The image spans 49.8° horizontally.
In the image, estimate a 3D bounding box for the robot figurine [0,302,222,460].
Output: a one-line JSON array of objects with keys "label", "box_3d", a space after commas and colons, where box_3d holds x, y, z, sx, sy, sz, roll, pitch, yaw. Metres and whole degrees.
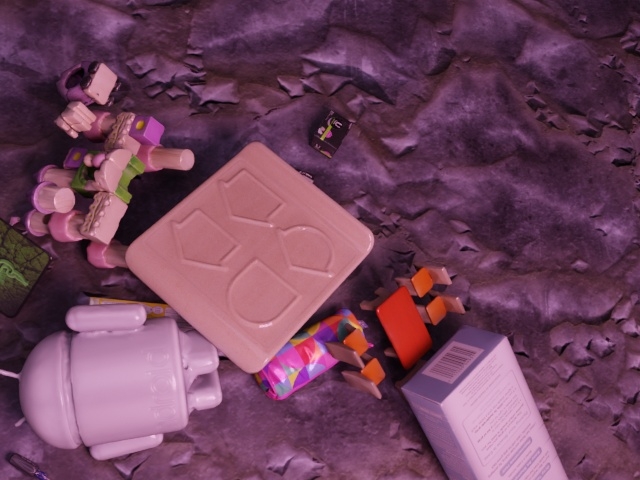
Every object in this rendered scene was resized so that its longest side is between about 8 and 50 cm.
[{"label": "robot figurine", "box_3d": [-0.351, 0.241, 1.185, 0.353, 0.200, 0.300, -8, 109, -12]}]

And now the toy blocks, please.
[{"label": "toy blocks", "box_3d": [-0.451, -0.133, 1.280, 0.260, 0.309, 0.288, 9, 69, 30]}]

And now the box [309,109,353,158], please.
[{"label": "box", "box_3d": [0.023, -0.240, 1.560, 0.062, 0.052, 0.083, 32, 64, -1]}]

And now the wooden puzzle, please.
[{"label": "wooden puzzle", "box_3d": [-0.125, 0.025, 1.271, 0.322, 0.080, 0.348, 39, 67, 11]}]

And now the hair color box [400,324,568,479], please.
[{"label": "hair color box", "box_3d": [0.313, 0.364, 1.281, 0.185, 0.113, 0.374, -39, 114, -24]}]

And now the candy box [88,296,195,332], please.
[{"label": "candy box", "box_3d": [-0.341, 0.170, 1.317, 0.206, 0.027, 0.105, 8, 73, -13]}]

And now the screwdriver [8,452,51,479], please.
[{"label": "screwdriver", "box_3d": [-0.465, 0.421, 1.198, 0.170, 0.025, 0.024, 37, 64, -9]}]

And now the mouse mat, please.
[{"label": "mouse mat", "box_3d": [-0.601, 0.034, 1.263, 0.189, 0.007, 0.152, 36, 101, 1]}]

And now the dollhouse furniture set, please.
[{"label": "dollhouse furniture set", "box_3d": [0.182, 0.209, 1.326, 0.262, 0.135, 0.259, -39, 115, -24]}]

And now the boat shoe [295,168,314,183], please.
[{"label": "boat shoe", "box_3d": [-0.146, -0.023, 1.405, 0.158, 0.127, 0.340, 24, 58, 2]}]

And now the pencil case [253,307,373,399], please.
[{"label": "pencil case", "box_3d": [-0.017, 0.221, 1.349, 0.236, 0.104, 0.104, -27, 79, -21]}]
